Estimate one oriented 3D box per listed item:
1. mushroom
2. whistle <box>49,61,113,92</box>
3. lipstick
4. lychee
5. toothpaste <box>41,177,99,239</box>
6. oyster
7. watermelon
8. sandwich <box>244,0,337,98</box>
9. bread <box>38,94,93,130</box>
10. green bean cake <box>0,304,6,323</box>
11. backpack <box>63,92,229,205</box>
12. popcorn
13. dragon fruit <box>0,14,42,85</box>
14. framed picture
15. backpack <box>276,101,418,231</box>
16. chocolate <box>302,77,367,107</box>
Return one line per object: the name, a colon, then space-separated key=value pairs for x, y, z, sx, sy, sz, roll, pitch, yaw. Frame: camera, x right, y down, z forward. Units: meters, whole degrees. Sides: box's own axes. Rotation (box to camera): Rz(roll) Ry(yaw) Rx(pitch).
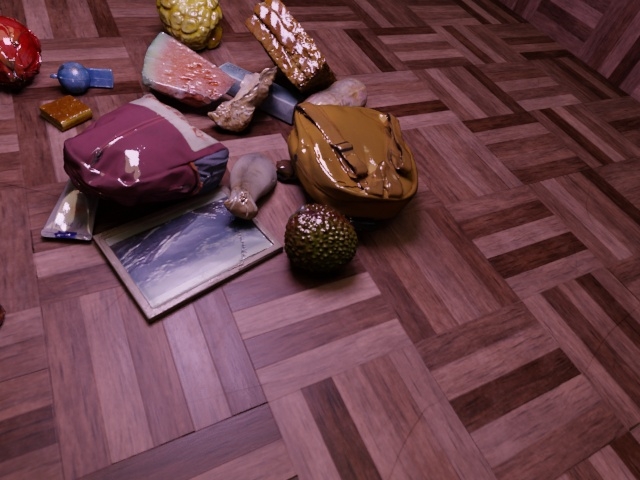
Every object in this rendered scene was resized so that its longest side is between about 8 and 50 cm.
mushroom: x=-0.175 y=-0.142 z=1.096 sx=0.116 sy=0.093 sz=0.225 roll=31 pitch=30 yaw=-7
whistle: x=-0.671 y=-0.457 z=1.257 sx=0.158 sy=0.090 sz=0.090 roll=-3 pitch=51 yaw=-18
lipstick: x=-0.192 y=-0.460 z=1.385 sx=0.290 sy=0.076 sz=0.077 roll=29 pitch=51 yaw=10
lychee: x=0.000 y=0.000 z=0.998 sx=0.171 sy=0.171 sz=0.171 roll=7 pitch=49 yaw=-8
toothpaste: x=-0.541 y=-0.136 z=1.035 sx=0.100 sy=0.066 sz=0.323 roll=6 pitch=54 yaw=-11
oyster: x=-0.209 y=-0.402 z=1.282 sx=0.232 sy=0.161 sz=0.107 roll=-47 pitch=112 yaw=-8
watermelon: x=-0.379 y=-0.465 z=1.305 sx=0.257 sy=0.140 sz=0.192 roll=18 pitch=68 yaw=-5
sandwich: x=-0.080 y=-0.567 z=1.381 sx=0.262 sy=0.131 sz=0.325 roll=50 pitch=11 yaw=0
bread: x=-0.674 y=-0.339 z=1.188 sx=0.090 sy=0.035 sz=0.094 roll=32 pitch=50 yaw=13
green bean cake: x=-0.698 y=0.083 z=0.764 sx=0.233 sy=0.198 sz=0.097 roll=6 pitch=39 yaw=11
backpack: x=-0.401 y=-0.179 z=1.009 sx=0.283 sy=0.197 sz=0.317 roll=31 pitch=40 yaw=10
popcorn: x=-0.437 y=-0.763 z=1.515 sx=0.206 sy=0.251 sz=0.237 roll=-30 pitch=97 yaw=-8
dragon fruit: x=-0.843 y=-0.511 z=1.203 sx=0.172 sy=0.172 sz=0.209 roll=-22 pitch=51 yaw=-29
framed picture: x=-0.287 y=0.008 z=1.002 sx=0.335 sy=0.022 sz=0.247 roll=-29 pitch=63 yaw=-33
backpack: x=0.073 y=-0.199 z=1.150 sx=0.354 sy=0.201 sz=0.378 roll=2 pitch=48 yaw=-14
chocolate: x=0.042 y=-0.408 z=1.367 sx=0.134 sy=0.134 sz=0.309 roll=36 pitch=51 yaw=16
